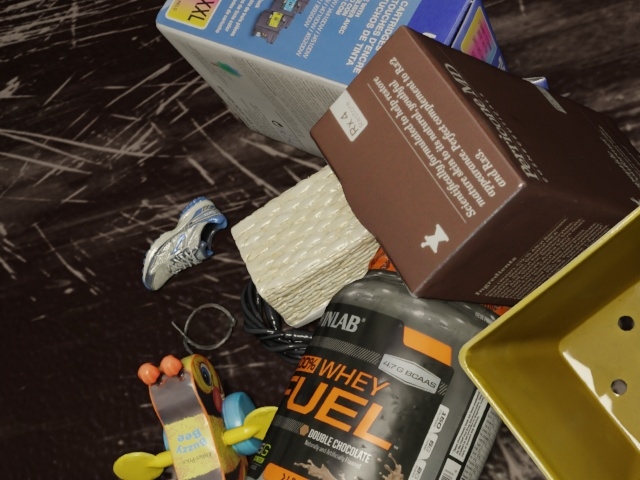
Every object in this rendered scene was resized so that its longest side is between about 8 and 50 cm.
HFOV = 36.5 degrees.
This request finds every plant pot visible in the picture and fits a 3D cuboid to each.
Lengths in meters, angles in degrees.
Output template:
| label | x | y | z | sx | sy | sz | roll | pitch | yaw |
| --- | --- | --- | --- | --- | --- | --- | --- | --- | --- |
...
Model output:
| label | x | y | z | sx | sy | sz | roll | pitch | yaw |
| --- | --- | --- | --- | --- | --- | --- | --- | --- | --- |
| plant pot | 0.285 | 0.114 | 0.846 | 0.212 | 0.187 | 0.212 | -42 | 73 | 18 |

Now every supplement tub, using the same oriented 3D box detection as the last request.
| label | x | y | z | sx | sy | sz | roll | pitch | yaw |
| --- | --- | --- | --- | --- | --- | --- | --- | --- | --- |
| supplement tub | 0.062 | 0.184 | 0.951 | 0.207 | 0.207 | 0.338 | 18 | 74 | 26 |

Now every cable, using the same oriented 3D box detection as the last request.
| label | x | y | z | sx | sy | sz | roll | pitch | yaw |
| --- | --- | --- | --- | --- | --- | --- | --- | --- | --- |
| cable | -0.009 | 0.072 | 1.118 | 0.184 | 0.047 | 0.150 | 34 | 80 | 27 |

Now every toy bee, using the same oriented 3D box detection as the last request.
| label | x | y | z | sx | sy | sz | roll | pitch | yaw |
| --- | --- | --- | --- | --- | --- | --- | --- | --- | --- |
| toy bee | -0.145 | 0.195 | 1.047 | 0.195 | 0.162 | 0.298 | -40 | 60 | 1 |

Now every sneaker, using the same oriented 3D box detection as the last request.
| label | x | y | z | sx | sy | sz | roll | pitch | yaw |
| --- | --- | --- | --- | --- | --- | --- | --- | --- | --- |
| sneaker | -0.167 | 0.010 | 1.202 | 0.058 | 0.052 | 0.135 | 32 | 81 | 24 |

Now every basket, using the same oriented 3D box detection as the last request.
| label | x | y | z | sx | sy | sz | roll | pitch | yaw |
| --- | --- | --- | --- | --- | --- | --- | --- | --- | --- |
| basket | 0.000 | 0.000 | 1.063 | 0.167 | 0.103 | 0.113 | -32 | 60 | 8 |

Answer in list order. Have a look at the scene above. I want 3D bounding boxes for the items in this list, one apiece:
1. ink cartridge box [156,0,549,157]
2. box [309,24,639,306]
| label | x | y | z | sx | sy | sz | roll | pitch | yaw |
| --- | --- | --- | --- | --- | --- | --- | --- | --- | --- |
| ink cartridge box | 0.057 | -0.178 | 1.079 | 0.396 | 0.270 | 0.151 | 25 | 80 | 28 |
| box | 0.190 | -0.047 | 0.902 | 0.143 | 0.381 | 0.191 | -48 | 56 | 28 |
